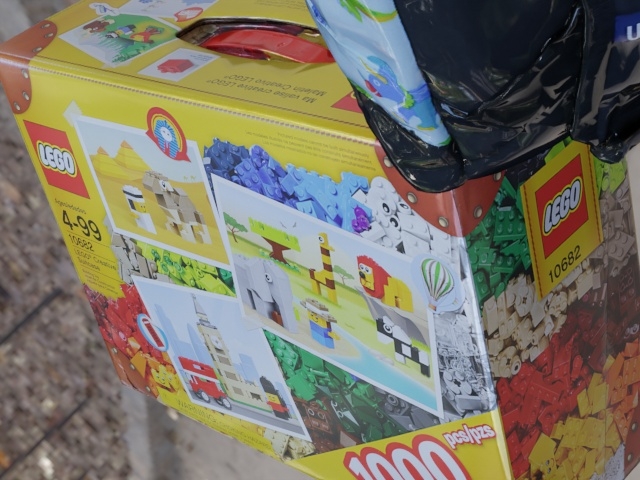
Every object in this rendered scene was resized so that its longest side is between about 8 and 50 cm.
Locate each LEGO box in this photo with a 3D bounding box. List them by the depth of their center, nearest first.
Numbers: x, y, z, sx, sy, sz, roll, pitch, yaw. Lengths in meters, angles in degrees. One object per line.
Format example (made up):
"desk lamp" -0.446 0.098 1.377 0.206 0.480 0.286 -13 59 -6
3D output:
"LEGO box" 0.000 0.000 1.021 0.500 0.193 0.372 17 133 42

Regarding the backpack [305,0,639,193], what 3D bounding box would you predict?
"backpack" 0.069 -0.198 0.369 0.273 0.290 0.355 60 -171 14
